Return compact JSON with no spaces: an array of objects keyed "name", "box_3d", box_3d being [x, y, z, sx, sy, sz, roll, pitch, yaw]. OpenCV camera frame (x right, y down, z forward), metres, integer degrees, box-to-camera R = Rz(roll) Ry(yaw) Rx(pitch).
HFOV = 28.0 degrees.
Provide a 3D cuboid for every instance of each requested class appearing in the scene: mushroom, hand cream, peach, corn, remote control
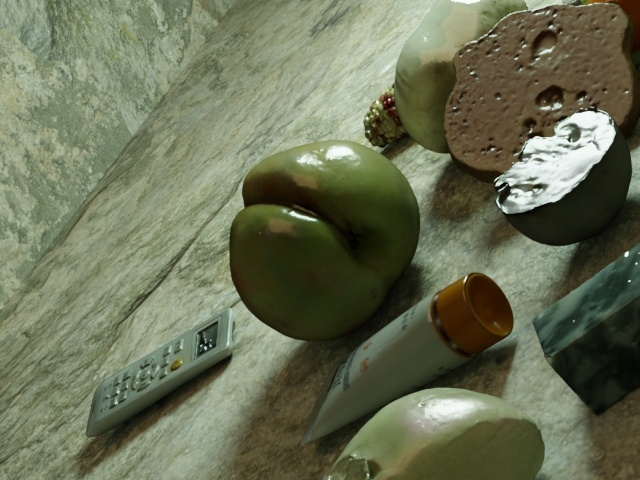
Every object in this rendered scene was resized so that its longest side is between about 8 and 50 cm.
[{"name":"mushroom","box_3d":[0.244,-0.244,1.922,0.254,0.234,0.260,-22,-43,-47]},{"name":"hand cream","box_3d":[0.096,0.144,1.565,0.314,0.089,0.140,-39,16,34]},{"name":"peach","box_3d":[-0.001,0.001,1.798,0.292,0.247,0.292,-48,29,37]},{"name":"corn","box_3d":[0.187,-0.257,2.177,0.290,0.098,0.098,-35,21,28]},{"name":"mushroom","box_3d":[0.298,-0.061,1.524,0.188,0.117,0.141,-44,16,-25]},{"name":"remote control","box_3d":[-0.260,0.226,2.116,0.313,0.055,0.109,-31,29,19]}]

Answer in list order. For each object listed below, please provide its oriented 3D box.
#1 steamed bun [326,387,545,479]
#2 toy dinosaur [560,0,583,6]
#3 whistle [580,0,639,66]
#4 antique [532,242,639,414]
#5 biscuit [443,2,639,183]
[{"name":"steamed bun","box_3d":[0.095,0.235,1.259,0.239,0.152,0.170,-52,22,-16]},{"name":"toy dinosaur","box_3d":[0.408,-0.379,2.089,0.108,0.032,0.220,-32,13,39]},{"name":"whistle","box_3d":[0.416,-0.305,1.788,0.288,0.131,0.106,-37,-8,17]},{"name":"antique","box_3d":[0.312,0.074,1.268,0.183,0.088,0.086,-37,21,14]},{"name":"biscuit","box_3d":[0.295,-0.196,1.728,0.272,0.049,0.257,-9,65,25]}]
